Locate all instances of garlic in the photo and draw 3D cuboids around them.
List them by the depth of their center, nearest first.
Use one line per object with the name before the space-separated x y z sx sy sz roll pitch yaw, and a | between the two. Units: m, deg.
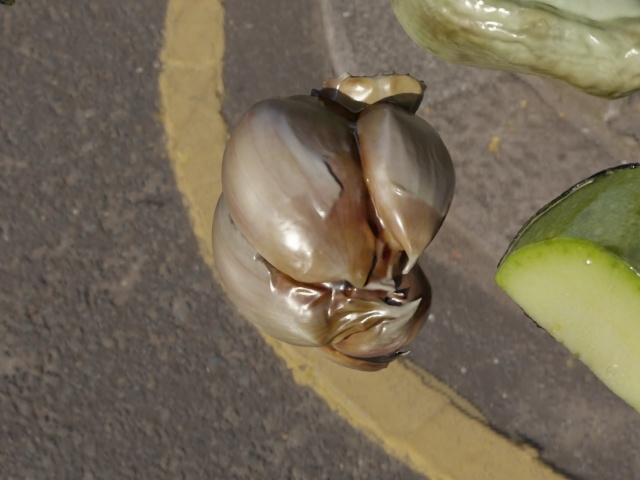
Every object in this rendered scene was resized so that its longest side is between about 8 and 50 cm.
garlic | 0.000 0.000 0.755 0.160 0.214 0.191 12 45 -7

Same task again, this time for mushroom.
mushroom | 0.187 -0.181 0.727 0.267 0.189 0.164 -34 97 -11

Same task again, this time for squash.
squash | 0.255 0.016 0.821 0.192 0.085 0.184 42 82 14

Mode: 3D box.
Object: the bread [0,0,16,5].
bread | -0.447 -0.219 0.958 0.376 0.208 0.251 -35 64 12
